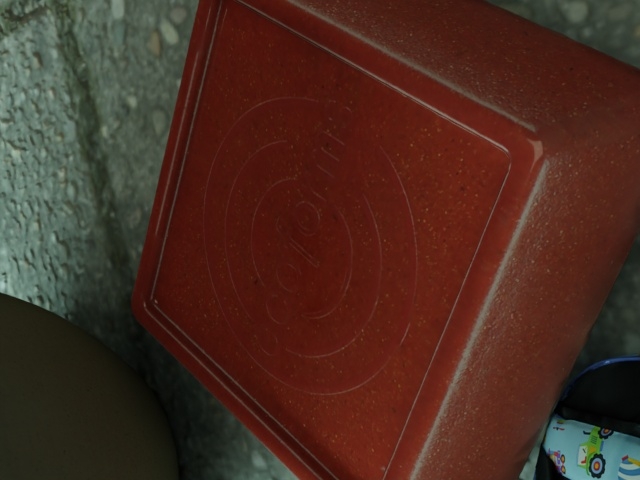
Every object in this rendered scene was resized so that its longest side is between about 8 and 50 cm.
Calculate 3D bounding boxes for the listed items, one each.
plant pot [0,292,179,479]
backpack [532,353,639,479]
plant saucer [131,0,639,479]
[{"bbox_3d":[-0.193,0.149,0.527,0.284,0.191,0.284,4,97,33],"label":"plant pot"},{"bbox_3d":[0.161,0.123,0.338,0.173,0.116,0.158,5,84,62],"label":"backpack"},{"bbox_3d":[0.000,0.000,0.432,0.259,0.047,0.259,37,121,35],"label":"plant saucer"}]
